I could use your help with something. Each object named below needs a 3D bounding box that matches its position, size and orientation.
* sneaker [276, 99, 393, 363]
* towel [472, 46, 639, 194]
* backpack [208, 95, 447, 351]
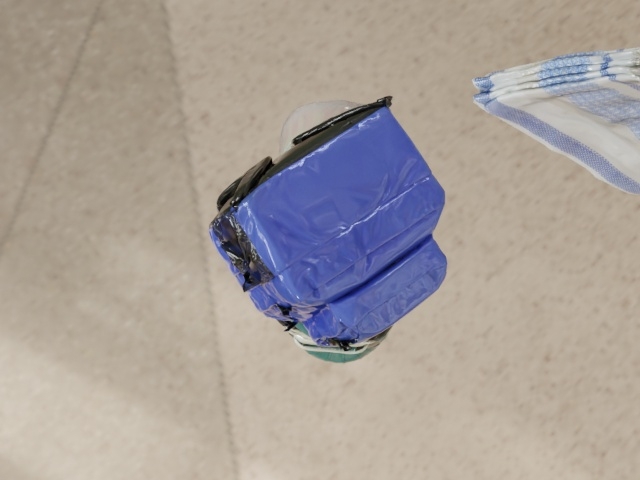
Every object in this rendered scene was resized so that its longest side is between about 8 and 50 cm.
[{"bbox_3d":[0.004,0.032,1.182,0.108,0.121,0.302,4,151,4],"label":"sneaker"},{"bbox_3d":[0.275,-0.088,1.271,0.209,0.034,0.285,26,162,-32],"label":"towel"},{"bbox_3d":[0.000,0.000,0.819,0.101,0.098,0.120,63,164,-4],"label":"backpack"}]
